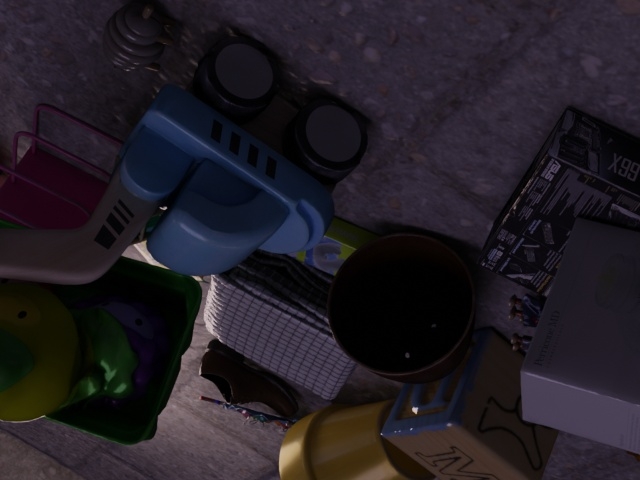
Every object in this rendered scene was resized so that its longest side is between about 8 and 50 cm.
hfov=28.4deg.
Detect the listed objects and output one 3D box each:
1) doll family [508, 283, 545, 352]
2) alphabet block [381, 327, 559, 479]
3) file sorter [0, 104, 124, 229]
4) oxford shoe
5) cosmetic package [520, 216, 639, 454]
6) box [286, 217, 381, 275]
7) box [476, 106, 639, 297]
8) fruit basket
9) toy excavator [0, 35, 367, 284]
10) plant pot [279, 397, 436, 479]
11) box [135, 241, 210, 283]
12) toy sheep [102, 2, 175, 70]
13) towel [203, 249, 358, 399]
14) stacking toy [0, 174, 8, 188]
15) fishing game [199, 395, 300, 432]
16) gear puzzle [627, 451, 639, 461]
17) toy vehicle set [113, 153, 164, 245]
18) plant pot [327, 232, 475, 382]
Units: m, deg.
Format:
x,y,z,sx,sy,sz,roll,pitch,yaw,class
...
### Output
x,y,z,sx,sy,sz,roll,pitch,yaw,class
0.334,0.105,1.807,0.111,0.076,0.193,17,147,27,doll family
0.253,0.282,2.044,0.197,0.192,0.193,39,151,-18,alphabet block
-0.441,-0.041,2.002,0.202,0.290,0.182,27,149,1,file sorter
-0.147,0.298,2.507,0.227,0.096,0.083,33,149,-14,oxford shoe
0.373,0.119,1.475,0.225,0.224,0.138,14,150,21,cosmetic package
0.000,0.000,1.949,0.178,0.042,0.109,23,151,6,box
0.357,-0.010,1.593,0.242,0.076,0.307,25,152,3,box
-0.367,0.121,1.660,0.392,0.283,0.392,18,160,7,fruit basket
-0.212,-0.051,1.621,0.433,0.445,0.222,33,150,-11,toy excavator
0.090,0.409,2.354,0.254,0.254,0.239,38,135,-19,plant pot
-0.266,0.011,2.192,0.105,0.043,0.179,3,141,37,box
-0.243,-0.270,1.672,0.091,0.091,0.132,31,138,-6,toy sheep
-0.049,0.122,2.115,0.284,0.121,0.235,27,150,4,towel
-0.814,-0.137,2.207,0.480,0.350,0.350,47,149,-5,stacking toy
-0.113,0.369,2.588,0.264,0.041,0.189,10,171,36,fishing game
0.628,0.347,1.909,0.339,0.044,0.175,9,157,17,gear puzzle
-0.238,-0.075,1.914,0.035,0.166,0.267,63,157,17,toy vehicle set
0.142,0.129,1.903,0.215,0.215,0.230,16,164,21,plant pot
